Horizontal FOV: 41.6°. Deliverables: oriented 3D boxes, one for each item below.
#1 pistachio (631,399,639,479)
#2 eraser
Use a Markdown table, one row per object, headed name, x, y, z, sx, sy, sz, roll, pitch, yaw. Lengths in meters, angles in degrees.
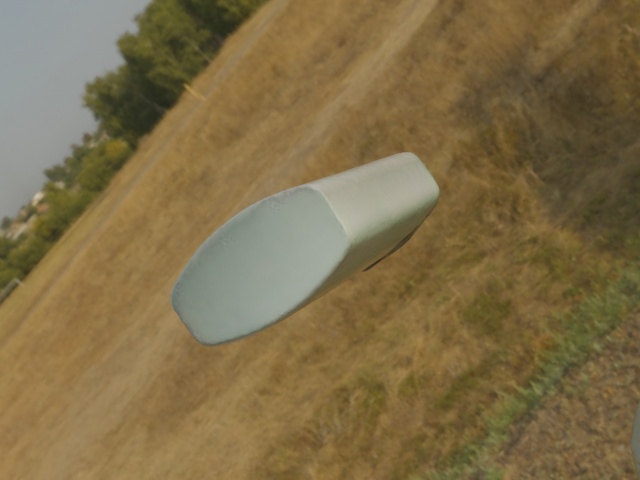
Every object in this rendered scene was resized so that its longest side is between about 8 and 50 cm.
| name | x | y | z | sx | sy | sz | roll | pitch | yaw |
| --- | --- | --- | --- | --- | --- | --- | --- | --- | --- |
| pistachio | 0.547 | 0.316 | 1.109 | 0.226 | 0.331 | 0.208 | -28 | -4 | 13 |
| eraser | 0.000 | 0.000 | 0.838 | 0.189 | 0.104 | 0.290 | -32 | -3 | 25 |
